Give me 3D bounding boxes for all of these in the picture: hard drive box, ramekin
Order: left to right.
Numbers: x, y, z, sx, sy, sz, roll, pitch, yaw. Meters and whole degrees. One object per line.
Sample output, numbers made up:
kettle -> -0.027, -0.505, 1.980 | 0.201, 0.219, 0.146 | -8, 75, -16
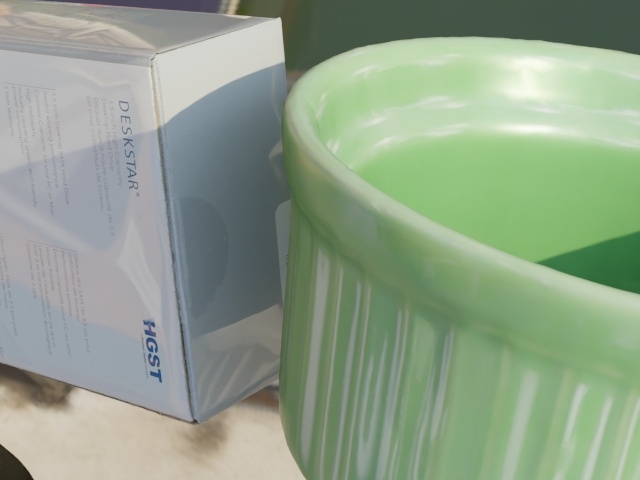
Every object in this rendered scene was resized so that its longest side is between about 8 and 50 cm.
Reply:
hard drive box -> -0.127, -0.025, 0.747 | 0.232, 0.181, 0.089 | 12, 25, 38
ramekin -> 0.125, 0.032, 0.606 | 0.303, 0.148, 0.303 | 8, 24, -4

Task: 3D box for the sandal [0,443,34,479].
sandal -> -0.187, 0.181, 0.879 | 0.180, 0.072, 0.049 | 45, 105, -2
